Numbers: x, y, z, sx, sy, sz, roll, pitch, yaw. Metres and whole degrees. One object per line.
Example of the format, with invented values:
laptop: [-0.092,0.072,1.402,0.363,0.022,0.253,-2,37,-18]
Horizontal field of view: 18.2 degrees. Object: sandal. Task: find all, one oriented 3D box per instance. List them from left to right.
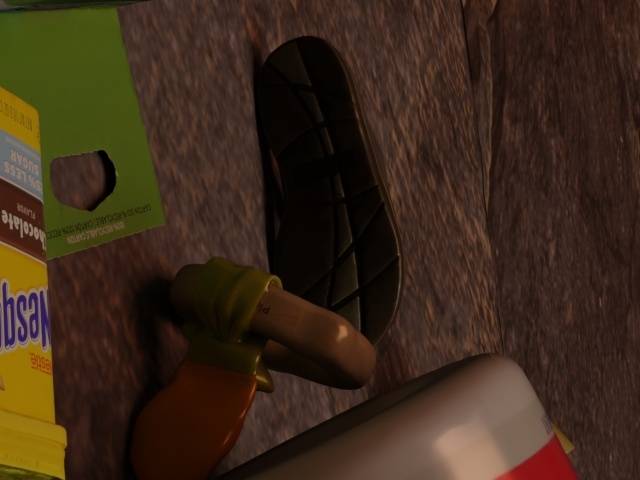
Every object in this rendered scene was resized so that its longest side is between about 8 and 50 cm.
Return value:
sandal: [0.007,-0.026,1.330,0.060,0.090,0.219,22,53,-71]

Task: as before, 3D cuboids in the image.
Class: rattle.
rattle: [-0.040,0.095,1.161,0.200,0.130,0.143,113,-15,-77]

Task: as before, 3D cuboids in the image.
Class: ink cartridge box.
ink cartridge box: [-0.102,-0.129,1.036,0.189,0.097,0.255,-22,102,-70]

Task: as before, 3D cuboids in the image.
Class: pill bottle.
pill bottle: [0.088,0.284,1.045,0.408,0.229,0.229,64,20,1]

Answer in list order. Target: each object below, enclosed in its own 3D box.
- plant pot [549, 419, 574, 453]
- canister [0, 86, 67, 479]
plant pot: [0.106,0.150,1.480,0.095,0.134,0.134,57,18,7]
canister: [-0.162,0.017,0.842,0.126,0.073,0.170,30,52,-66]
